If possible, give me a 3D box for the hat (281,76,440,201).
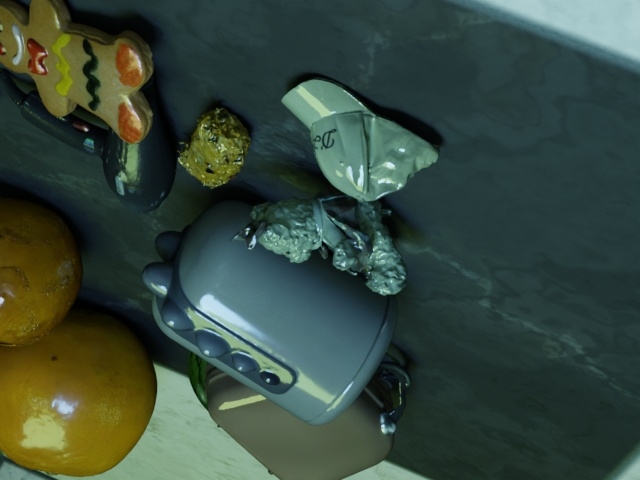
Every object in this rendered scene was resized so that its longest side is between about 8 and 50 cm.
[{"bbox_3d":[0.031,-0.108,1.387,0.166,0.081,0.122,40,150,-9],"label":"hat"}]

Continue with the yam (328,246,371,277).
[{"bbox_3d":[0.022,-0.001,1.650,0.129,0.033,0.027,38,179,-17],"label":"yam"}]

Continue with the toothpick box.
[{"bbox_3d":[-0.081,0.087,1.672,0.316,0.229,0.229,32,154,-14],"label":"toothpick box"}]

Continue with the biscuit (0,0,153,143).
[{"bbox_3d":[-0.295,-0.202,1.471,0.250,0.036,0.165,27,137,21],"label":"biscuit"}]

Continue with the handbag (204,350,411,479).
[{"bbox_3d":[0.002,0.231,1.935,0.283,0.149,0.302,-21,134,21],"label":"handbag"}]

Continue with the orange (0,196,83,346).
[{"bbox_3d":[-0.479,0.046,1.957,0.240,0.240,0.240,20,154,10],"label":"orange"}]

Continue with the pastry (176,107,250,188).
[{"bbox_3d":[-0.124,-0.108,1.542,0.080,0.056,0.140,38,159,-10],"label":"pastry"}]

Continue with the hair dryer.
[{"bbox_3d":[-0.302,-0.155,1.590,0.271,0.091,0.235,23,145,13],"label":"hair dryer"}]

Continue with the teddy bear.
[{"bbox_3d":[0.013,-0.016,1.521,0.213,0.111,0.133,15,-162,-21],"label":"teddy bear"}]

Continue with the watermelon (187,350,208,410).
[{"bbox_3d":[-0.136,0.233,2.119,0.204,0.127,0.232,1,143,39],"label":"watermelon"}]

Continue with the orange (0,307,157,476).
[{"bbox_3d":[-0.435,0.262,2.245,0.312,0.312,0.312,20,154,10],"label":"orange"}]
